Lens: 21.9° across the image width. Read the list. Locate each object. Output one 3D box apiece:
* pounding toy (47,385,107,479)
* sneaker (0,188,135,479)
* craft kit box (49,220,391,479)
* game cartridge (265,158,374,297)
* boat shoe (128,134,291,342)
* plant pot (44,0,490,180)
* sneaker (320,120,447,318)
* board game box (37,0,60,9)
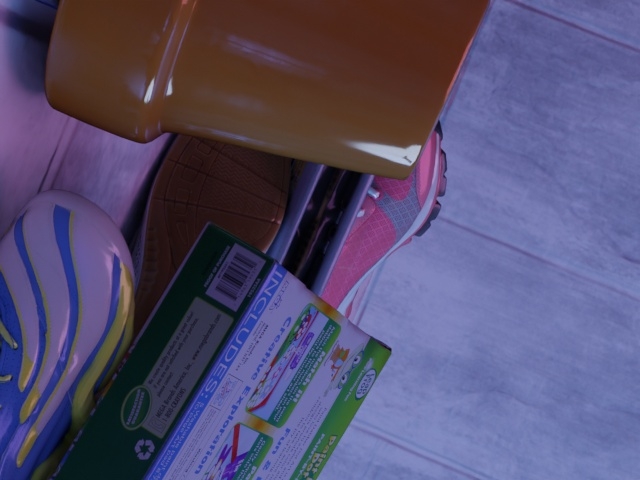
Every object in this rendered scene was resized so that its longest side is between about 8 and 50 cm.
[{"bbox_3d":[-0.139,0.132,1.060,0.141,0.130,0.100,104,11,-48],"label":"pounding toy"},{"bbox_3d":[-0.171,0.093,0.878,0.126,0.091,0.240,-53,164,-60],"label":"sneaker"},{"bbox_3d":[-0.069,0.135,0.986,0.250,0.061,0.246,-58,155,-5],"label":"craft kit box"},{"bbox_3d":[-0.016,-0.069,1.282,0.297,0.062,0.198,-67,-152,9],"label":"game cartridge"},{"bbox_3d":[-0.101,0.021,1.195,0.096,0.098,0.277,-32,-143,62],"label":"boat shoe"},{"bbox_3d":[-0.014,-0.126,0.856,0.205,0.188,0.205,-157,-90,-90],"label":"plant pot"},{"bbox_3d":[0.000,0.001,1.413,0.136,0.116,0.314,-16,140,-58],"label":"sneaker"},{"bbox_3d":[-0.120,-0.158,0.764,0.090,0.020,0.090,38,75,-84],"label":"board game box"}]
